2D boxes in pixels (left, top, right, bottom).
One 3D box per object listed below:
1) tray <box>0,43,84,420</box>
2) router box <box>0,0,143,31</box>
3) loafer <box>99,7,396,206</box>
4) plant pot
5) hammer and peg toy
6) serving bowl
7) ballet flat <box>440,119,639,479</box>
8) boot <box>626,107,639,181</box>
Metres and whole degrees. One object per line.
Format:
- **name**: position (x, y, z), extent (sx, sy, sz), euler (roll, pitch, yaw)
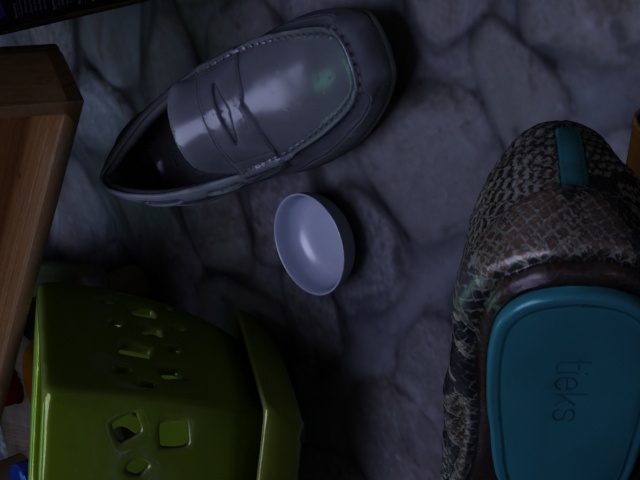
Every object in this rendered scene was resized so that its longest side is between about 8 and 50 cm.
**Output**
- **tray**: position (-0.336, 0.019, 1.461), extent (0.076, 0.202, 0.411), euler (63, 146, 34)
- **router box**: position (-0.259, -0.209, 1.464), extent (0.309, 0.243, 0.081), euler (-2, 103, 52)
- **loafer**: position (-0.060, -0.090, 1.378), extent (0.319, 0.111, 0.112), euler (-29, 83, 52)
- **plant pot**: position (-0.130, 0.176, 1.455), extent (0.228, 0.207, 0.227), euler (-113, 27, -68)
- **hammer and peg toy**: position (-0.274, 0.144, 1.731), extent (0.361, 0.127, 0.266), euler (1, 106, 54)
- **serving bowl**: position (0.000, 0.000, 1.413), extent (0.083, 0.027, 0.083), euler (23, 122, 43)
- **ballet flat**: position (0.141, 0.127, 1.110), extent (0.182, 0.164, 0.483), euler (-86, -3, -47)
- **boot**: position (0.260, 0.068, 1.050), extent (0.295, 0.104, 0.211), euler (48, 148, 38)
